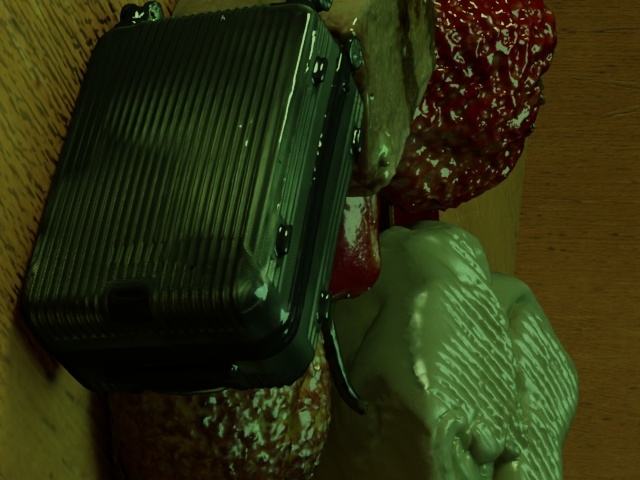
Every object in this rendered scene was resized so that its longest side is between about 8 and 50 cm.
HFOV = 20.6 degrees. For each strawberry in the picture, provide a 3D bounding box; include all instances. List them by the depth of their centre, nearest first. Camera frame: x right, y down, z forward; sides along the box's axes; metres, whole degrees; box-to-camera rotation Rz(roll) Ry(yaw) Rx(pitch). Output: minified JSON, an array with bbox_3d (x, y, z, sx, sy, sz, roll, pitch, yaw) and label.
[{"bbox_3d":[0.107,-0.188,1.944,0.351,0.267,0.312,-3,83,-56],"label":"strawberry"}]

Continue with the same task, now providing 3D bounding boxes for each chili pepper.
[{"bbox_3d":[-0.005,-0.001,1.736,0.131,0.134,0.338,11,86,-76],"label":"chili pepper"}]

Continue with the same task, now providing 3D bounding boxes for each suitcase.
[{"bbox_3d":[-0.085,-0.041,1.264,0.128,0.202,0.312,58,35,-49],"label":"suitcase"}]

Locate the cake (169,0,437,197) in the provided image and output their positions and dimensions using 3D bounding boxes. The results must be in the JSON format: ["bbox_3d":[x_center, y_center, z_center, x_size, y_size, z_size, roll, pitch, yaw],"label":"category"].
[{"bbox_3d":[-0.018,-0.162,1.540,0.293,0.198,0.196,-71,160,-48],"label":"cake"}]

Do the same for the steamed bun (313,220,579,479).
[{"bbox_3d":[0.106,0.179,1.946,0.342,0.255,0.368,51,31,-25],"label":"steamed bun"}]

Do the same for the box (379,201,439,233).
[{"bbox_3d":[0.085,0.050,2.180,0.197,0.089,0.313,-52,141,-61],"label":"box"}]

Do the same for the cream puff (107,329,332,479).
[{"bbox_3d":[-0.075,0.129,1.422,0.240,0.164,0.240,5,90,-81],"label":"cream puff"}]
